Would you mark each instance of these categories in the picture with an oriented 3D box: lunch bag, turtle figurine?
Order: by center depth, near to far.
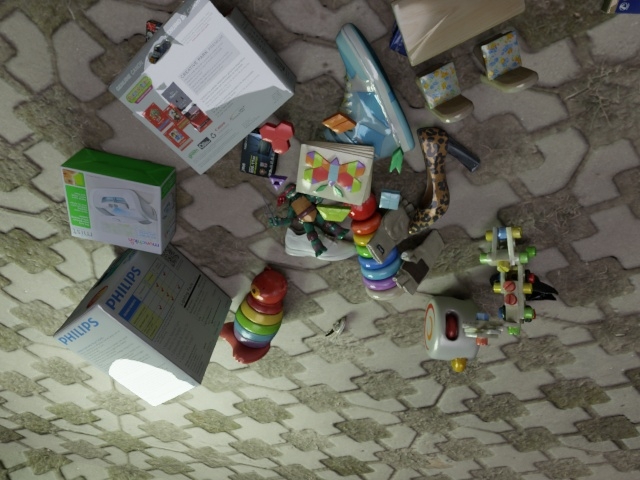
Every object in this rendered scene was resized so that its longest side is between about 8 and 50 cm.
[{"bbox_3d":[0.185,-0.444,0.906,0.065,0.067,0.098,19,123,-8],"label":"lunch bag"},{"bbox_3d":[-0.039,-0.079,1.170,0.175,0.118,0.234,-39,96,18],"label":"turtle figurine"}]

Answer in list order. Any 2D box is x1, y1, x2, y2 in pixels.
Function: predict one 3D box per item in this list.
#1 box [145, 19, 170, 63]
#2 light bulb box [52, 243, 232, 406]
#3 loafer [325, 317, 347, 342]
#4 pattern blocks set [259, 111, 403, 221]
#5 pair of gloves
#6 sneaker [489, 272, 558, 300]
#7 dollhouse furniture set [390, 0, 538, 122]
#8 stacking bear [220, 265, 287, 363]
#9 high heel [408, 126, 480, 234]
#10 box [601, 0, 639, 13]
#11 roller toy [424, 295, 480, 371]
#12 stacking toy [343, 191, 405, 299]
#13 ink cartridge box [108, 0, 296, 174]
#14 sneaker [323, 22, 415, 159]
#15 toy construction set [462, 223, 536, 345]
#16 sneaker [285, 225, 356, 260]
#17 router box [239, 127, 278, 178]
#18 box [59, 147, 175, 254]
[{"bbox_3d":[-0.360,-0.430,1.010,0.094,0.027,0.136,16,126,-4],"label":"box"},{"bbox_3d":[-0.504,0.229,1.303,0.225,0.357,0.361,-31,116,23],"label":"light bulb box"},{"bbox_3d":[0.052,0.307,1.485,0.039,0.045,0.125,24,128,-2],"label":"loafer"},{"bbox_3d":[0.032,-0.162,1.020,0.325,0.026,0.285,1,129,13],"label":"pattern blocks set"},{"bbox_3d":[0.234,0.016,1.177,0.240,0.204,0.042,45,158,-27],"label":"pair of gloves"},{"bbox_3d":[0.594,0.140,1.265,0.171,0.089,0.051,0,126,7],"label":"sneaker"},{"bbox_3d":[0.329,-0.438,0.730,0.395,0.256,0.362,-24,120,8],"label":"dollhouse furniture set"},{"bbox_3d":[-0.193,0.224,1.388,0.164,0.175,0.288,-2,126,-43],"label":"stacking bear"},{"bbox_3d":[0.253,-0.149,1.088,0.186,0.093,0.261,28,108,-20],"label":"high heel"},{"bbox_3d":[0.682,-0.506,0.820,0.226,0.036,0.136,3,126,4],"label":"box"},{"bbox_3d":[0.406,0.271,1.317,0.147,0.209,0.191,5,120,3],"label":"roller toy"},{"bbox_3d":[0.144,0.005,1.207,0.141,0.141,0.330,-16,117,18],"label":"stacking toy"},{"bbox_3d":[-0.257,-0.353,0.968,0.310,0.130,0.272,-33,120,22],"label":"ink cartridge box"},{"bbox_3d":[0.067,-0.304,0.989,0.208,0.127,0.318,-23,119,20],"label":"sneaker"},{"bbox_3d":[0.500,0.131,1.164,0.151,0.327,0.215,14,177,37],"label":"toy construction set"},{"bbox_3d":[0.000,0.000,1.253,0.213,0.080,0.094,3,114,6],"label":"sneaker"},{"bbox_3d":[-0.157,-0.229,1.124,0.092,0.038,0.122,13,126,-2],"label":"router box"},{"bbox_3d":[-0.553,-0.108,1.211,0.262,0.126,0.231,13,124,-3],"label":"box"}]
